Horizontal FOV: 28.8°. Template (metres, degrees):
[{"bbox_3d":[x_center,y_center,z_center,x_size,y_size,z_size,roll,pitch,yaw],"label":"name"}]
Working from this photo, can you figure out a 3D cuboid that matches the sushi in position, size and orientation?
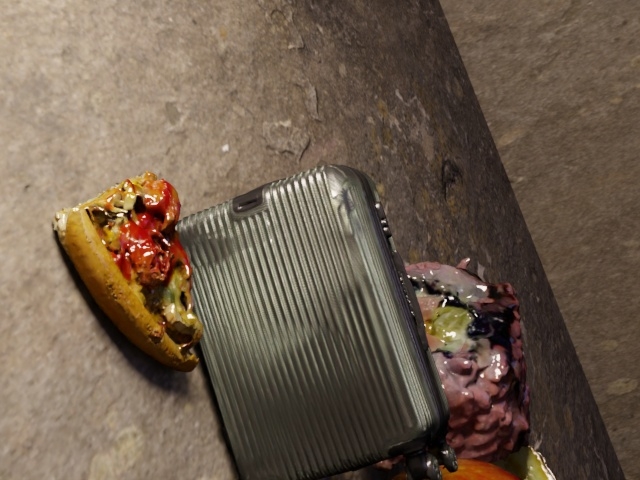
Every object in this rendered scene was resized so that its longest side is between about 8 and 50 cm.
[{"bbox_3d":[0.131,0.147,1.464,0.270,0.236,0.171,-77,167,-60],"label":"sushi"}]

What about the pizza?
[{"bbox_3d":[-0.151,-0.003,1.071,0.201,0.053,0.193,51,26,-45],"label":"pizza"}]

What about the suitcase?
[{"bbox_3d":[-0.005,0.092,1.159,0.128,0.202,0.312,1,71,-71],"label":"suitcase"}]

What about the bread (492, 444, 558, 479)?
[{"bbox_3d":[0.219,0.359,1.492,0.257,0.186,0.124,54,-9,30],"label":"bread"}]

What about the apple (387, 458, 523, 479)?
[{"bbox_3d":[0.178,0.322,1.280,0.293,0.251,0.163,32,82,-36],"label":"apple"}]
